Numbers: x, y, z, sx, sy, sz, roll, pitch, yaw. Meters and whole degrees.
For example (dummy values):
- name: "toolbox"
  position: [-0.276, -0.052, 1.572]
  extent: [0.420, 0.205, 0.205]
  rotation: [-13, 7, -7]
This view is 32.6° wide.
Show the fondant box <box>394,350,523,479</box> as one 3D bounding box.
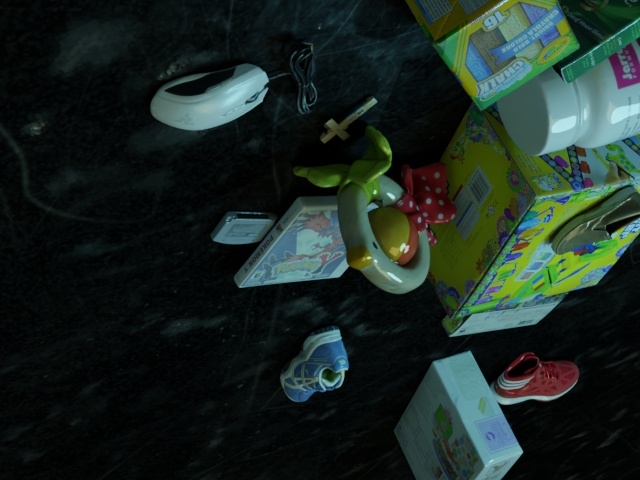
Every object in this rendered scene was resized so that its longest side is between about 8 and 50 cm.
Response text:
- name: "fondant box"
  position: [0.277, 0.416, 2.271]
  extent: [0.096, 0.238, 0.330]
  rotation: [-14, 150, -20]

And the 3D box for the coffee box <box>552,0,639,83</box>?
- name: "coffee box"
  position: [0.329, -0.276, 1.263]
  extent: [0.184, 0.113, 0.040]
  rotation: [-33, 148, 7]

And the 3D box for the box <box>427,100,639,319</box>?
- name: "box"
  position: [0.314, -0.057, 1.563]
  extent: [0.279, 0.177, 0.290]
  rotation: [-10, 148, -27]

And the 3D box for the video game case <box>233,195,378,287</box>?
- name: "video game case"
  position: [0.000, 0.000, 1.550]
  extent: [0.201, 0.023, 0.183]
  rotation: [-4, 145, -43]

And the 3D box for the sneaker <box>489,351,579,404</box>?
- name: "sneaker"
  position: [0.492, 0.295, 2.409]
  extent: [0.221, 0.087, 0.128]
  rotation: [-15, 152, -22]

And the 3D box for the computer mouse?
- name: "computer mouse"
  position: [-0.090, -0.157, 1.204]
  extent: [0.193, 0.042, 0.106]
  rotation: [-18, 152, -15]

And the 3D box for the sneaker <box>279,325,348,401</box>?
- name: "sneaker"
  position: [-0.011, 0.232, 1.891]
  extent: [0.080, 0.081, 0.211]
  rotation: [-13, 151, -27]

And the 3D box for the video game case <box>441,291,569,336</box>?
- name: "video game case"
  position: [0.365, 0.095, 2.006]
  extent: [0.232, 0.041, 0.210]
  rotation: [-5, 146, -35]

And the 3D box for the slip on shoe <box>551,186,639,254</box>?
- name: "slip on shoe"
  position: [0.369, -0.017, 1.448]
  extent: [0.135, 0.041, 0.051]
  rotation: [-34, 150, 13]

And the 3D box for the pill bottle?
- name: "pill bottle"
  position: [0.374, -0.208, 1.372]
  extent: [0.283, 0.160, 0.160]
  rotation: [-19, 151, -14]

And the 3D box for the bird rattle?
- name: "bird rattle"
  position: [0.080, -0.025, 1.420]
  extent: [0.143, 0.206, 0.253]
  rotation: [-18, 148, 27]

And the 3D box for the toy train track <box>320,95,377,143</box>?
- name: "toy train track"
  position: [0.033, -0.151, 1.347]
  extent: [0.083, 0.014, 0.048]
  rotation: [-37, 145, 11]

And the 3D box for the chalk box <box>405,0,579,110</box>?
- name: "chalk box"
  position: [0.183, -0.244, 1.186]
  extent: [0.132, 0.132, 0.213]
  rotation: [-33, 150, 12]

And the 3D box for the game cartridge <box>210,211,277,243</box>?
- name: "game cartridge"
  position: [-0.104, -0.016, 1.461]
  extent: [0.083, 0.017, 0.056]
  rotation: [1, 139, -41]
